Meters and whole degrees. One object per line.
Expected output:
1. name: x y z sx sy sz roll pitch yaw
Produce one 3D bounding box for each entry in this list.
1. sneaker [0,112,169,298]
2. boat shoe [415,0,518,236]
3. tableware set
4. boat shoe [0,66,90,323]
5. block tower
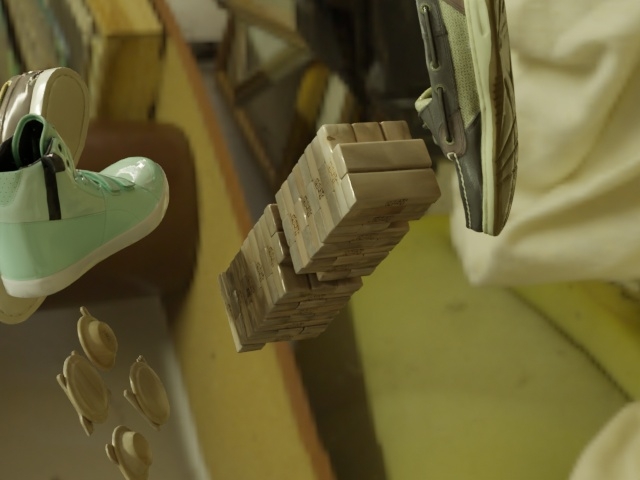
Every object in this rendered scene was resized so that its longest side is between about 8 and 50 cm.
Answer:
1. sneaker: -0.230 -0.065 1.442 0.256 0.094 0.151 -48 -43 -55
2. boat shoe: 0.111 -0.110 1.161 0.080 0.073 0.223 -56 -36 -58
3. tableware set: -0.185 0.139 1.334 0.141 0.020 0.168 57 -163 -23
4. boat shoe: -0.370 -0.056 1.812 0.097 0.116 0.324 1 75 33
5. block tower: 0.000 0.000 1.437 0.335 0.097 0.091 -50 50 55
